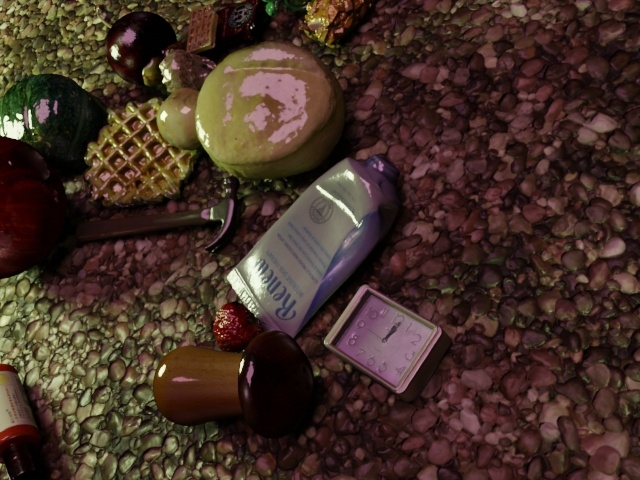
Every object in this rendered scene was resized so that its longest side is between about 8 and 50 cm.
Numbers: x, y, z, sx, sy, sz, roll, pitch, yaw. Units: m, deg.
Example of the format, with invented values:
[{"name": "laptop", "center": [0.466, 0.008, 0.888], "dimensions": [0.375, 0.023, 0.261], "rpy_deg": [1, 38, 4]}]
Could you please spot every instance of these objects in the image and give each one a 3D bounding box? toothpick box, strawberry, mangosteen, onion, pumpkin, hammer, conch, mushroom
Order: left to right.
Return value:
[{"name": "onion", "center": [-0.749, -0.084, 1.821], "dimensions": [0.341, 0.341, 0.342], "rpy_deg": [-11, 60, 20]}, {"name": "pumpkin", "center": [-0.710, -0.300, 1.988], "dimensions": [0.292, 0.197, 0.264], "rpy_deg": [-11, 63, 23]}, {"name": "mushroom", "center": [-0.576, -0.599, 2.189], "dimensions": [0.025, 0.028, 0.286], "rpy_deg": [-16, 47, -35]}, {"name": "mangosteen", "center": [-0.429, -0.470, 1.960], "dimensions": [0.230, 0.194, 0.194], "rpy_deg": [35, 82, 10]}, {"name": "hammer", "center": [-0.378, -0.041, 1.778], "dimensions": [0.439, 0.044, 0.169], "rpy_deg": [-5, 71, 25]}, {"name": "mushroom", "center": [-0.308, -0.278, 1.781], "dimensions": [0.148, 0.148, 0.112], "rpy_deg": [18, 30, 31]}, {"name": "conch", "center": [-0.293, -0.403, 1.884], "dimensions": [0.207, 0.130, 0.155], "rpy_deg": [16, 55, 12]}, {"name": "strawberry", "center": [-0.171, 0.175, 1.541], "dimensions": [0.106, 0.106, 0.106], "rpy_deg": [-11, 60, 20]}, {"name": "toothpick box", "center": [-0.157, 0.266, 1.437], "dimensions": [0.294, 0.192, 0.192], "rpy_deg": [-6, 62, 28]}]

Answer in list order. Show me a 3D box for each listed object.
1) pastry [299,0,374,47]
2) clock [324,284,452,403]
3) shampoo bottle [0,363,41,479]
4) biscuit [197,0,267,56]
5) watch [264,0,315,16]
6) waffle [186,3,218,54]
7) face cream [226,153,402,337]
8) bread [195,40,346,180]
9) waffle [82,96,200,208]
[{"name": "pastry", "center": [0.043, -0.563, 1.826], "dimensions": [0.154, 0.102, 0.250], "rpy_deg": [36, 83, 36]}, {"name": "clock", "center": [0.122, 0.184, 1.415], "dimensions": [0.192, 0.071, 0.147], "rpy_deg": [30, 79, 34]}, {"name": "shampoo bottle", "center": [-0.661, 0.397, 1.649], "dimensions": [0.104, 0.104, 0.278], "rpy_deg": [-39, 55, 2]}, {"name": "biscuit", "center": [-0.228, -0.549, 1.968], "dimensions": [0.235, 0.063, 0.152], "rpy_deg": [-12, 60, 29]}, {"name": "watch", "center": [-0.081, -0.643, 1.895], "dimensions": [0.165, 0.131, 0.152], "rpy_deg": [-9, 51, -12]}, {"name": "waffle", "center": [-0.296, -0.532, 1.951], "dimensions": [0.092, 0.021, 0.135], "rpy_deg": [-11, 65, 32]}, {"name": "face cream", "center": [0.000, 0.000, 1.564], "dimensions": [0.420, 0.137, 0.235], "rpy_deg": [-48, 56, 10]}, {"name": "bread", "center": [-0.103, -0.273, 1.672], "dimensions": [0.320, 0.237, 0.321], "rpy_deg": [-5, 77, 23]}, {"name": "waffle", "center": [-0.429, -0.211, 1.883], "dimensions": [0.316, 0.073, 0.298], "rpy_deg": [-1, 70, 17]}]
